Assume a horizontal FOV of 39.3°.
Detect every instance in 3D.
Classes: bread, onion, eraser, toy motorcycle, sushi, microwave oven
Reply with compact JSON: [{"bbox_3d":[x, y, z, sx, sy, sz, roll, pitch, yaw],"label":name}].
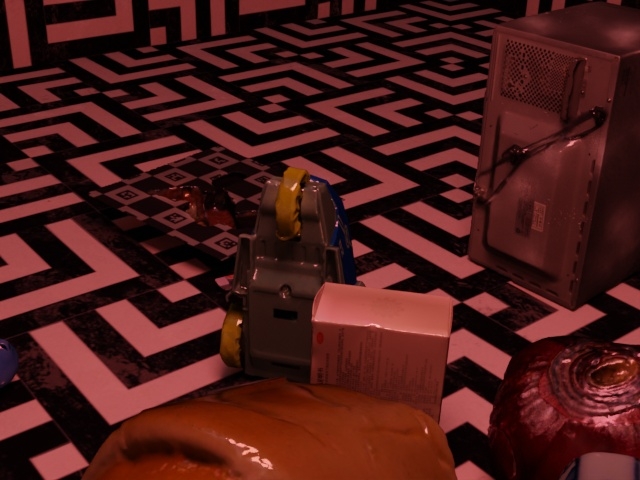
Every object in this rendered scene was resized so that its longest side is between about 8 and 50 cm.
[{"bbox_3d":[-0.085,0.241,0.830,0.341,0.210,0.300,-5,-18,-44],"label":"bread"},{"bbox_3d":[0.290,0.234,1.032,0.207,0.216,0.206,13,51,28],"label":"onion"},{"bbox_3d":[-0.129,0.066,1.521,0.099,0.019,0.027,-12,31,-23],"label":"eraser"},{"bbox_3d":[-0.024,0.035,1.257,0.191,0.326,0.200,9,26,12],"label":"toy motorcycle"},{"bbox_3d":[-0.193,-0.058,1.710,0.343,0.064,0.359,24,34,30],"label":"sushi"},{"bbox_3d":[0.449,-0.154,1.529,0.374,0.431,0.236,-21,35,-38],"label":"microwave oven"}]

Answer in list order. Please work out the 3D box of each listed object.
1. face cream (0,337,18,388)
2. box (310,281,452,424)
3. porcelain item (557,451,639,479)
[{"bbox_3d":[-0.548,0.174,1.217,0.264,0.083,0.149,-3,29,-10],"label":"face cream"},{"bbox_3d":[0.070,0.171,1.121,0.168,0.211,0.095,6,29,5],"label":"box"},{"bbox_3d":[0.238,0.340,0.730,0.157,0.281,0.286,13,31,12],"label":"porcelain item"}]
